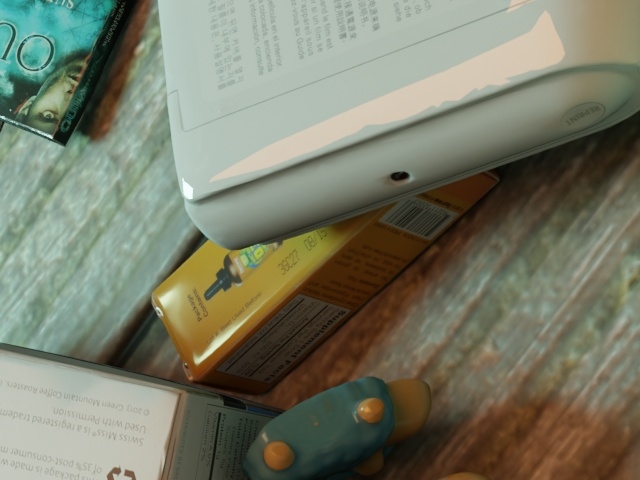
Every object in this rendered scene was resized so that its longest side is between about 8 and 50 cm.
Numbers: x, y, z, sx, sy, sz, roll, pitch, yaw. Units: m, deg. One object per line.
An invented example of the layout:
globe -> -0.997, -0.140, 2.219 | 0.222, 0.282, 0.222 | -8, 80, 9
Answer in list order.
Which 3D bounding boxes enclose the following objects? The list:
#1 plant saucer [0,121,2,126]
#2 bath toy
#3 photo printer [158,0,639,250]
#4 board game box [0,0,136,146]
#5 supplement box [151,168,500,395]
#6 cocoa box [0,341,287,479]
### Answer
plant saucer -> -0.328, -0.122, 1.571 | 0.195, 0.037, 0.195 | -10, 74, 36
bath toy -> 0.071, 0.254, 1.125 | 0.151, 0.129, 0.348 | -16, 67, -13
photo printer -> 0.054, -0.154, 1.163 | 0.307, 0.107, 0.256 | -20, 63, 24
board game box -> -0.242, -0.157, 1.492 | 0.186, 0.026, 0.126 | 21, 84, 28
supplement box -> 0.000, 0.000, 1.269 | 0.233, 0.080, 0.078 | -41, 57, 20
cocoa box -> -0.214, 0.180, 1.239 | 0.347, 0.228, 0.231 | 10, 85, 21
